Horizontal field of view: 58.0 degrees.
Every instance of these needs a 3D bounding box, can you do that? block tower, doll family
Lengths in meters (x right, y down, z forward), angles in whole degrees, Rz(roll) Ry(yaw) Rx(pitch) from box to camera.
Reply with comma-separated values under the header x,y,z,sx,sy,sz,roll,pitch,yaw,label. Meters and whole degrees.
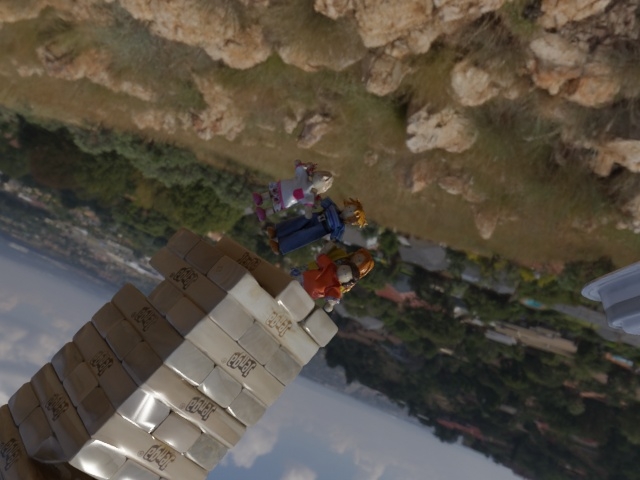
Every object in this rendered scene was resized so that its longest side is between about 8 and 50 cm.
x,y,z,sx,sy,sz,roll,pitch,yaw,label
-0.145,0.138,0.347,0.097,0.335,0.091,27,160,48,block tower
0.000,0.000,0.946,0.163,0.263,0.118,-19,156,10,doll family

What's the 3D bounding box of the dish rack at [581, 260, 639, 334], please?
x,y,z,sx,sy,sz,roll,pitch,yaw,label
0.466,0.053,0.553,0.332,0.072,0.285,8,154,-26,dish rack
